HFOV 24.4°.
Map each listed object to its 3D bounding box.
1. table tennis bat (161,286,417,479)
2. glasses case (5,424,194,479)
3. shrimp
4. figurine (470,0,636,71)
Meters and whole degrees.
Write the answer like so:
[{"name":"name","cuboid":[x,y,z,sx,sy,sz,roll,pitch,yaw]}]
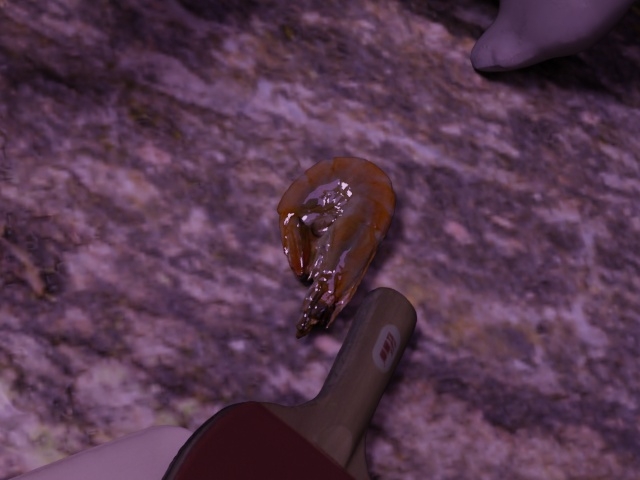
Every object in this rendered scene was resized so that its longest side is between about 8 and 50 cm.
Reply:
[{"name":"table tennis bat","cuboid":[-0.009,0.123,0.703,0.138,0.022,0.246,45,52,-23]},{"name":"glasses case","cuboid":[-0.130,0.147,0.665,0.204,0.051,0.081,-18,74,-23]},{"name":"shrimp","cuboid":[0.000,0.000,0.777,0.059,0.023,0.108,26,64,8]},{"name":"figurine","cuboid":[0.074,-0.195,0.801,0.421,0.193,0.154,14,27,-12]}]
